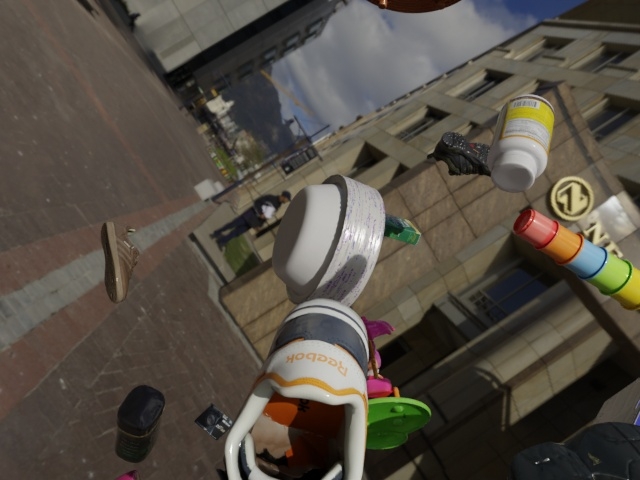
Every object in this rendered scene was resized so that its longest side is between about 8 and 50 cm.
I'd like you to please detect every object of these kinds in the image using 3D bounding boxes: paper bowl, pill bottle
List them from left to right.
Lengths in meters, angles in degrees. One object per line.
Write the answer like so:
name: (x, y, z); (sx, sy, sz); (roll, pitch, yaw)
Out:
paper bowl: (0.000, 0.000, 0.965); (0.148, 0.284, 0.284); (21, 9, -19)
pill bottle: (0.425, -0.205, 0.997); (0.117, 0.215, 0.117); (19, -34, 13)

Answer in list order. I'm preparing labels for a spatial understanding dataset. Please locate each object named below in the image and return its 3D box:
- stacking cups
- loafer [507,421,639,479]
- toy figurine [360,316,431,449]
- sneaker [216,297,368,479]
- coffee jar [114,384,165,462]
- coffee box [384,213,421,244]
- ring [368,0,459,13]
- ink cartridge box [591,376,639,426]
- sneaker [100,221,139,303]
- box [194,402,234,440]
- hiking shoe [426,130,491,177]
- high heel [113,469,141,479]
stacking cups: (0.565, 0.042, 1.019); (0.316, 0.096, 0.096); (28, -2, -5)
loafer: (0.238, 0.205, 0.410); (0.062, 0.170, 0.061); (-106, -166, -53)
toy figurine: (0.080, 0.196, 0.685); (0.173, 0.130, 0.159); (78, 6, -47)
sneaker: (-0.031, 0.220, 0.427); (0.127, 0.126, 0.321); (-66, 165, -70)
coffee jar: (-0.373, 0.379, 0.967); (0.079, 0.096, 0.184); (24, -48, 0)
coffee box: (0.186, -0.047, 1.344); (0.184, 0.040, 0.113); (16, 19, -14)
ring: (0.194, -0.598, 1.008); (0.336, 0.337, 0.032); (80, 20, -80)
ink cartridge box: (0.566, 0.340, 0.868); (0.045, 0.223, 0.224); (38, -35, 25)
sneaker: (-0.413, 0.041, 0.987); (0.071, 0.066, 0.188); (5, 58, -41)
box: (-0.286, 0.488, 1.258); (0.083, 0.067, 0.018); (44, 13, -6)
hiking shoe: (0.430, -0.231, 1.369); (0.227, 0.086, 0.114); (26, -34, -9)
high heel: (-0.314, 0.544, 0.860); (0.244, 0.117, 0.082); (50, -7, 1)
